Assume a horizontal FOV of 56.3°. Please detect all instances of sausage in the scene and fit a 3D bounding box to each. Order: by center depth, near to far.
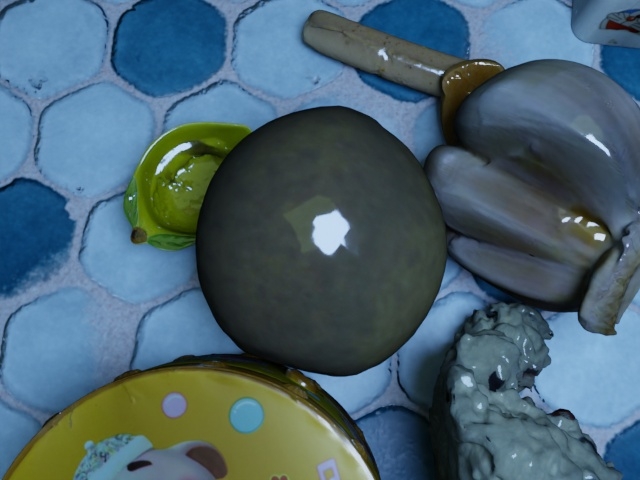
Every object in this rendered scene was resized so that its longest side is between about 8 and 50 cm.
[{"bbox_3d":[0.119,-0.247,0.823,0.301,0.066,0.066,19,81,6],"label":"sausage"}]

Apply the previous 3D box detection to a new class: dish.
[{"bbox_3d":[-0.163,-0.066,0.787,0.208,0.080,0.149,-44,86,-8],"label":"dish"}]

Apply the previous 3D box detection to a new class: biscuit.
[{"bbox_3d":[0.218,-0.168,0.792,0.118,0.023,0.140,0,115,8],"label":"biscuit"}]

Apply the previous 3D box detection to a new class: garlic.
[{"bbox_3d":[0.230,-0.059,0.666,0.132,0.279,0.325,-13,41,-39],"label":"garlic"}]

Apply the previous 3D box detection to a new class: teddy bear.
[{"bbox_3d":[0.219,0.241,0.586,0.224,0.367,0.357,-25,79,2],"label":"teddy bear"}]

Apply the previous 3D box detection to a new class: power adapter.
[{"bbox_3d":[0.424,-0.354,0.765,0.130,0.205,0.125,8,80,4],"label":"power adapter"}]

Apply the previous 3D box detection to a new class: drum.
[{"bbox_3d":[-0.124,0.336,0.648,0.431,0.214,0.431,0,80,0],"label":"drum"}]

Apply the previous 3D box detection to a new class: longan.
[{"bbox_3d":[0.003,-0.002,0.670,0.297,0.297,0.297,0,80,1],"label":"longan"}]
